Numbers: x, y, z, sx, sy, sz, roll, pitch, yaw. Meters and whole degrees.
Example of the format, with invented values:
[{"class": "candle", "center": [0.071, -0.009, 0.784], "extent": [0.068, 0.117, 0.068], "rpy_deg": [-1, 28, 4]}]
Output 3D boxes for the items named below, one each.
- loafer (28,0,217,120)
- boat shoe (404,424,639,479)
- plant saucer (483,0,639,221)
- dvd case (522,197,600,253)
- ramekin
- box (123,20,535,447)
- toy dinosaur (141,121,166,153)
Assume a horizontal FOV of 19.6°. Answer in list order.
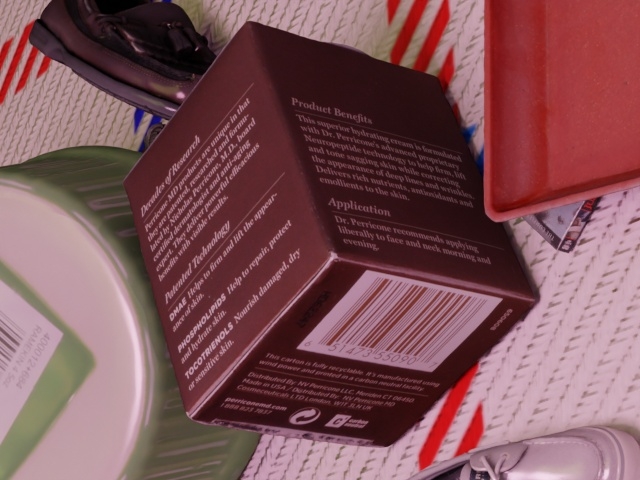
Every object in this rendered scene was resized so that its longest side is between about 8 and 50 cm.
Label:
[{"class": "loafer", "center": [-0.153, -0.167, 1.512], "extent": [0.302, 0.109, 0.095], "rpy_deg": [31, 100, 55]}, {"class": "boat shoe", "center": [0.108, 0.147, 1.098], "extent": [0.184, 0.063, 0.066], "rpy_deg": [-18, 66, 50]}, {"class": "plant saucer", "center": [0.204, -0.152, 1.060], "extent": [0.259, 0.047, 0.258], "rpy_deg": [-16, 67, 46]}, {"class": "dvd case", "center": [0.155, -0.064, 1.142], "extent": [0.087, 0.013, 0.119], "rpy_deg": [50, 120, 48]}, {"class": "ramekin", "center": [-0.198, 0.083, 1.345], "extent": [0.303, 0.148, 0.303], "rpy_deg": [2, 94, 26]}, {"class": "box", "center": [0.000, 0.000, 1.197], "extent": [0.167, 0.168, 0.203], "rpy_deg": [-49, 44, 34]}, {"class": "toy dinosaur", "center": [-0.201, 0.046, 1.482], "extent": [0.322, 0.164, 0.218], "rpy_deg": [-50, 57, 1]}]
